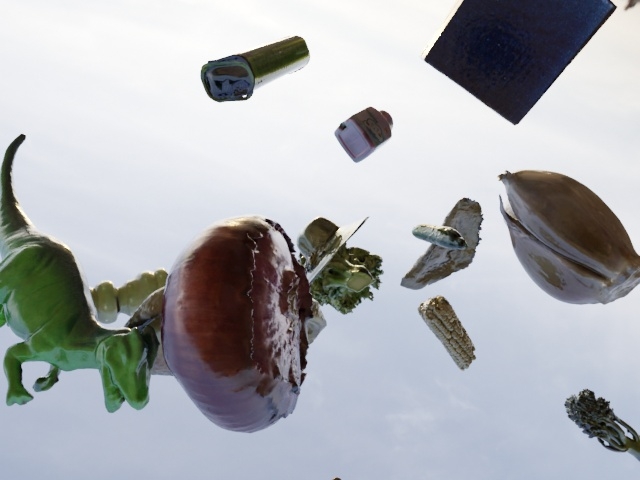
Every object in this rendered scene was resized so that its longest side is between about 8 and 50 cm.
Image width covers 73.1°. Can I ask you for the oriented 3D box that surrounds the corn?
[{"bbox_3d":[0.336,0.234,1.112,0.211,0.087,0.087,52,-140,-10],"label":"corn"}]

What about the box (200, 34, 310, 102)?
[{"bbox_3d":[-0.144,-0.422,1.051,0.134,0.097,0.346,-6,-153,24],"label":"box"}]

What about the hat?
[{"bbox_3d":[0.000,0.000,1.080,0.110,0.252,0.252,41,-139,2],"label":"hat"}]

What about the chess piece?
[{"bbox_3d":[-0.498,0.147,1.054,0.243,0.133,0.133,-6,-133,-31],"label":"chess piece"}]

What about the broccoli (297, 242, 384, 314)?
[{"bbox_3d":[0.061,0.129,1.611,0.338,0.277,0.317,25,179,6],"label":"broccoli"}]

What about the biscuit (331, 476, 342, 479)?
[{"bbox_3d":[0.095,0.619,0.939,0.225,0.036,0.166,21,-136,9],"label":"biscuit"}]

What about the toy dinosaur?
[{"bbox_3d":[-0.418,0.009,0.686,0.373,0.144,0.501,-8,-107,17],"label":"toy dinosaur"}]

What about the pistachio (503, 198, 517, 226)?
[{"bbox_3d":[0.621,-0.081,1.312,0.145,0.117,0.200,46,-170,0],"label":"pistachio"}]

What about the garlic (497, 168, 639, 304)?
[{"bbox_3d":[0.495,-0.014,0.952,0.340,0.232,0.246,38,-138,7],"label":"garlic"}]

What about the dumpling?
[{"bbox_3d":[0.374,0.019,1.283,0.165,0.332,0.086,20,-152,-27],"label":"dumpling"}]

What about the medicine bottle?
[{"bbox_3d":[0.135,-0.312,1.234,0.119,0.094,0.188,53,-137,-5],"label":"medicine bottle"}]

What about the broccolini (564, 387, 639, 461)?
[{"bbox_3d":[0.617,0.431,0.863,0.392,0.079,0.074,46,-177,-15],"label":"broccolini"}]

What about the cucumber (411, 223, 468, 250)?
[{"bbox_3d":[0.209,-0.007,0.747,0.037,0.037,0.155,4,-171,-21],"label":"cucumber"}]

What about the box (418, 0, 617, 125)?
[{"bbox_3d":[0.400,-0.438,0.916,0.261,0.279,0.116,32,-154,-8],"label":"box"}]

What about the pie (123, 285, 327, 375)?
[{"bbox_3d":[-0.160,0.153,0.734,0.338,0.339,0.077,2,-127,-23],"label":"pie"}]

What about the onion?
[{"bbox_3d":[-0.086,0.090,0.479,0.161,0.248,0.248,-25,-133,7],"label":"onion"}]
